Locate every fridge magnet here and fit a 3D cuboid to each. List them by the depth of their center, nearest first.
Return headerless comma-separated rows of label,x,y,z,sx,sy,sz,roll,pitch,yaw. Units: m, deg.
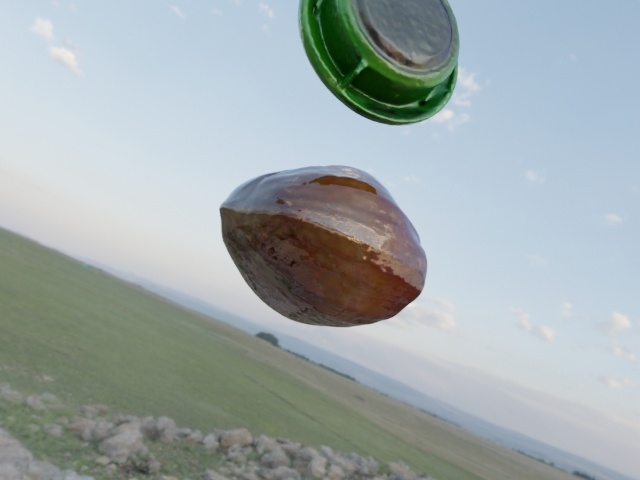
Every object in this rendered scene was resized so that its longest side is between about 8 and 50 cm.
fridge magnet,0.073,-0.228,0.605,0.208,0.208,0.088,26,-24,-20

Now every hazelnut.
hazelnut,0.001,-0.003,0.565,0.181,0.181,0.212,60,-21,-15
